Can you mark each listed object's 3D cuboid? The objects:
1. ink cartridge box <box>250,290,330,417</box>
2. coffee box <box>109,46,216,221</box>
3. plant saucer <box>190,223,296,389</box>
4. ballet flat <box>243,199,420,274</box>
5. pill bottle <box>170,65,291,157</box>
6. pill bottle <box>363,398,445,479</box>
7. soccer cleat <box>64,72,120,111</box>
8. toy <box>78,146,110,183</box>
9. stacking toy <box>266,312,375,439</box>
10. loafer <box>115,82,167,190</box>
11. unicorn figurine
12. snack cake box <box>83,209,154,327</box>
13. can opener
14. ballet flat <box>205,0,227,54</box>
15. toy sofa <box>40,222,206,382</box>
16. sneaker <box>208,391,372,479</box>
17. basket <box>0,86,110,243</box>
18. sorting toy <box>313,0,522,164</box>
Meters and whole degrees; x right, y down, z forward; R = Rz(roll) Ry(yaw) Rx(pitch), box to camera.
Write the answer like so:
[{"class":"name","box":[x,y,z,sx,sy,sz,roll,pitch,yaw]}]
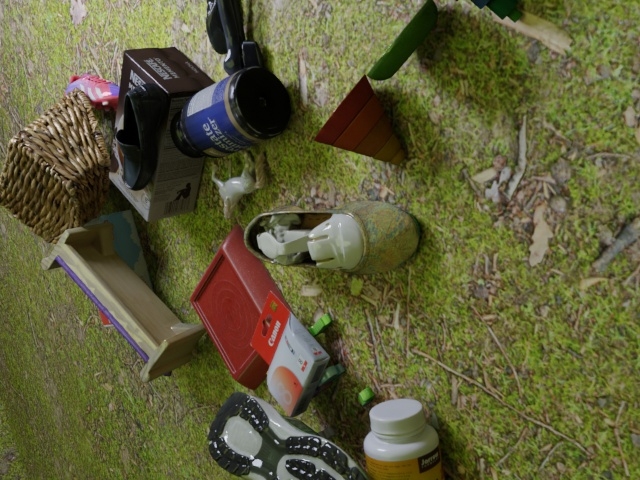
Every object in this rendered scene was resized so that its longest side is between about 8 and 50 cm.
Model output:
[{"class":"ink cartridge box","box":[-0.070,0.199,1.370,0.179,0.045,0.145,43,129,29]},{"class":"coffee box","box":[-0.315,-0.209,1.528,0.168,0.119,0.297,44,133,31]},{"class":"plant saucer","box":[-0.165,0.143,1.534,0.259,0.048,0.258,57,138,18]},{"class":"ballet flat","box":[0.000,0.000,1.232,0.349,0.123,0.123,4,106,49]},{"class":"pill bottle","box":[-0.162,-0.211,1.333,0.219,0.123,0.122,-13,93,47]},{"class":"pill bottle","box":[0.133,0.361,1.199,0.117,0.117,0.214,1,104,50]},{"class":"soccer cleat","box":[-0.510,-0.339,1.753,0.248,0.083,0.095,4,92,48]},{"class":"toy","box":[-0.571,-0.149,1.907,0.237,0.056,0.136,-47,63,42]},{"class":"stacking toy","box":[-0.003,0.253,1.375,0.167,0.052,0.221,57,138,19]},{"class":"loafer","box":[-0.338,-0.184,1.410,0.076,0.078,0.223,43,132,28]},{"class":"unicorn figurine","box":[-0.156,-0.102,1.424,0.162,0.060,0.111,-20,83,54]},{"class":"snack cake box","box":[-0.488,0.070,1.859,0.152,0.089,0.264,-11,94,49]},{"class":"can opener","box":[-0.145,-0.358,1.324,0.073,0.059,0.186,-12,105,8]},{"class":"ballet flat","box":[-0.173,-0.414,1.355,0.049,0.058,0.173,-96,5,-73]},{"class":"toy sofa","box":[-0.436,0.144,1.684,0.362,0.150,0.177,45,114,13]},{"class":"sneaker","box":[-0.004,0.379,1.266,0.410,0.182,0.158,29,92,46]},{"class":"basket","box":[-0.561,-0.154,1.738,0.213,0.223,0.299,39,142,-6]},{"class":"sorting toy","box":[0.133,-0.217,1.034,0.126,0.127,0.365,40,135,-5]}]
